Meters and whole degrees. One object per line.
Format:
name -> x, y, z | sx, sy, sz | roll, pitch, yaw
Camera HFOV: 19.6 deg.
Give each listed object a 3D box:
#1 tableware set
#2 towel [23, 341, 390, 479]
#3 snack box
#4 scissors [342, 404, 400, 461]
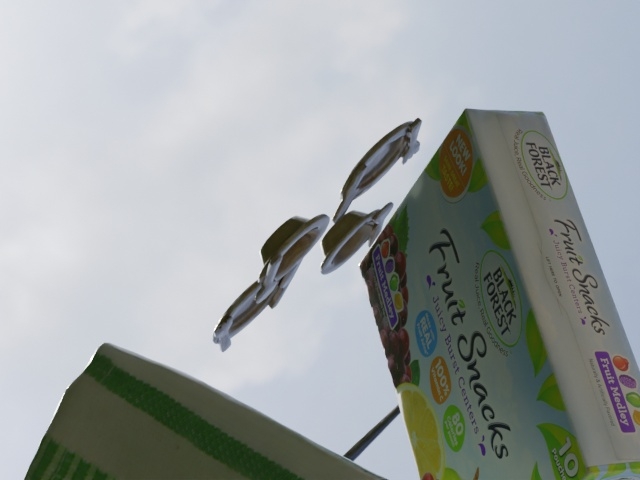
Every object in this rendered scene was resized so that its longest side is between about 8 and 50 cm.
tableware set -> 0.000, 0.000, 1.108 | 0.020, 0.141, 0.168 | 44, -119, 11
towel -> -0.071, 0.208, 0.577 | 0.248, 0.038, 0.325 | 20, -99, 47
snack box -> 0.062, 0.040, 0.643 | 0.100, 0.037, 0.141 | -56, -139, 47
scissors -> -0.043, 0.184, 1.066 | 0.297, 0.109, 0.021 | -41, -115, -4
